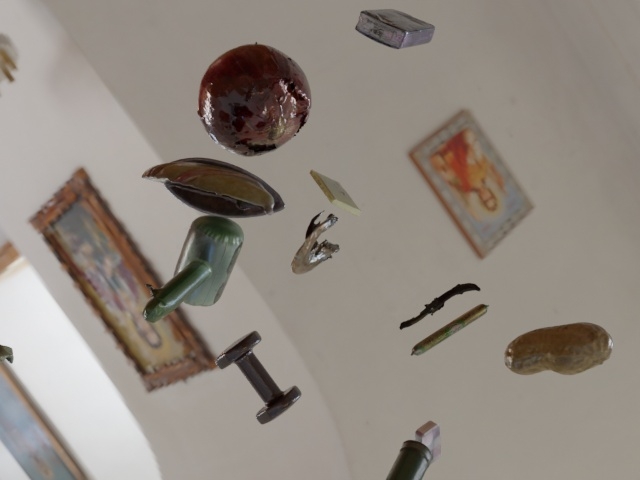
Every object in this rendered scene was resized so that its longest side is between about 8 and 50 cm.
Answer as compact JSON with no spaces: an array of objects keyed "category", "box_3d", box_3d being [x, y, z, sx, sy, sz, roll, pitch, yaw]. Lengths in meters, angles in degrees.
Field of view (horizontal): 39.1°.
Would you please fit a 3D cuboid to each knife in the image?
[{"category":"knife","box_3d":[0.286,0.155,2.216,0.222,0.046,0.021,-27,144,-2]}]

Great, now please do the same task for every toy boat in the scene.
[{"category":"toy boat","box_3d":[-0.206,-0.108,1.742,0.293,0.276,0.111,67,38,-87]}]

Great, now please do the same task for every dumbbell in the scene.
[{"category":"dumbbell","box_3d":[-0.163,0.359,2.364,0.124,0.225,0.140,-35,179,-42]}]

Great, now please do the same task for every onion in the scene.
[{"category":"onion","box_3d":[-0.157,-0.331,2.132,0.276,0.276,0.276,-35,-175,3]}]

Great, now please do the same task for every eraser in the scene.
[{"category":"eraser","box_3d":[0.253,0.481,2.129,0.065,0.105,0.026,-24,-147,-33]}]

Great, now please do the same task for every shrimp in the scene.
[{"category":"shrimp","box_3d":[0.000,0.000,2.033,0.219,0.046,0.152,-18,137,-63]}]

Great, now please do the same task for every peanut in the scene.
[{"category":"peanut","box_3d":[0.483,0.226,1.845,0.225,0.095,0.108,-11,-144,29]}]

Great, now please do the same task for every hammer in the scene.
[{"category":"hammer","box_3d":[-0.275,0.080,1.820,0.206,0.118,0.335,-67,171,26]}]

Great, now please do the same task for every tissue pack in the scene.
[{"category":"tissue pack","box_3d":[0.156,-0.437,1.859,0.156,0.112,0.051,-28,142,-56]}]

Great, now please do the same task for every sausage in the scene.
[{"category":"sausage","box_3d":[0.343,0.235,2.384,0.269,0.033,0.033,-29,-178,-20]}]

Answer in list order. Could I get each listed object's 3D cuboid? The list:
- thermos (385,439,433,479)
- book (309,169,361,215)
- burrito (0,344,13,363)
[{"category":"thermos","box_3d":[0.171,0.520,1.914,0.188,0.073,0.083,-53,153,-41]},{"category":"book","box_3d":[0.029,-0.094,1.743,0.014,0.077,0.111,-52,-139,17]},{"category":"burrito","box_3d":[-0.653,0.297,1.570,0.096,0.066,0.309,-14,-146,45]}]
